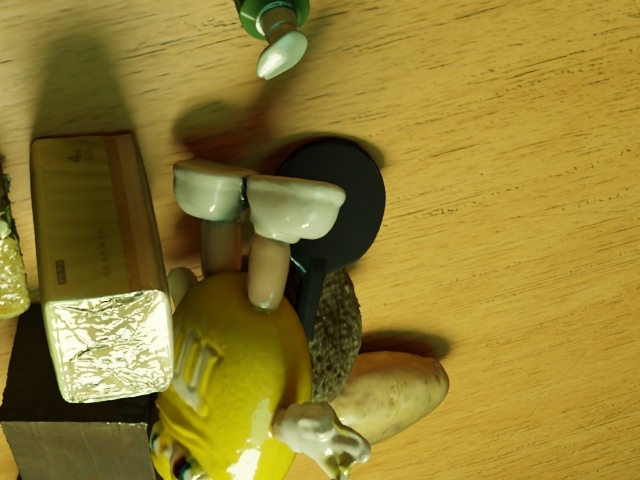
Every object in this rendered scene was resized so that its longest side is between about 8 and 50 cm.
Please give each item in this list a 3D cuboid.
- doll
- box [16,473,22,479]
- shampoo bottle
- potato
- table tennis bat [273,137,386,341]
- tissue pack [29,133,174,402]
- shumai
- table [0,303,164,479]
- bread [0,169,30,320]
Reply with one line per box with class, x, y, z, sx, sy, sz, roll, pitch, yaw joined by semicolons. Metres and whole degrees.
doll;-0.075;0.112;1.144;0.161;0.423;0.348;-3;168;-36
box;-0.321;0.386;1.468;0.148;0.231;0.155;6;133;-27
shampoo bottle;-0.051;-0.222;0.916;0.065;0.205;0.065;-11;140;-9
potato;0.069;0.219;1.530;0.234;0.128;0.161;-24;156;-2
table tennis bat;0.000;0.000;1.231;0.150;0.027;0.236;8;98;-27
tissue pack;-0.225;0.023;1.098;0.125;0.234;0.159;-7;138;-12
shumai;-0.048;0.108;1.342;0.152;0.210;0.161;-5;166;34
table;-0.275;0.197;1.308;0.169;0.172;0.193;0;139;-1
bread;-0.381;0.017;1.133;0.138;0.102;0.196;-4;139;-13
